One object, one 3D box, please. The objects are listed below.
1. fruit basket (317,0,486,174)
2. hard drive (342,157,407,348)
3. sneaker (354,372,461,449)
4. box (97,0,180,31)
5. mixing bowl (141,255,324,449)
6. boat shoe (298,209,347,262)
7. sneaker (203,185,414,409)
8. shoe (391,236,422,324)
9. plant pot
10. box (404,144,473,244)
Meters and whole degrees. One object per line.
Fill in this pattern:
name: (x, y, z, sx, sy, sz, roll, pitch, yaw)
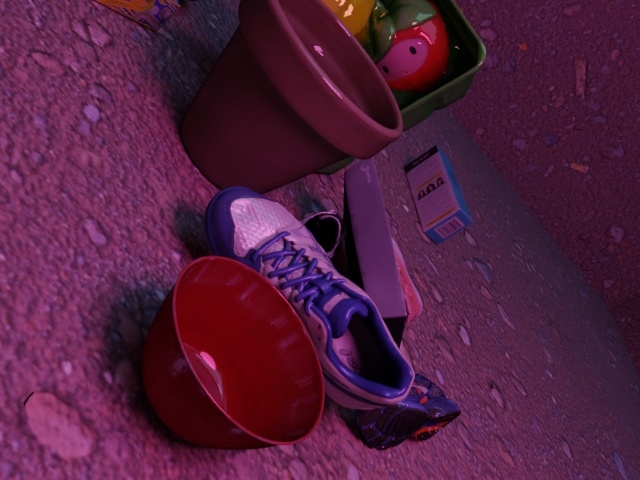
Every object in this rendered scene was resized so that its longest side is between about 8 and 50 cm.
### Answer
fruit basket: (0.040, -0.308, 1.047, 0.392, 0.392, 0.282, 8, 51, -58)
hard drive: (0.072, 0.028, 0.941, 0.172, 0.054, 0.254, 89, -6, -59)
sneaker: (0.101, 0.214, 0.858, 0.087, 0.083, 0.221, 53, 15, 30)
box: (-0.279, -0.356, 0.907, 0.169, 0.059, 0.054, 13, 46, -56)
mixing bowl: (-0.091, 0.115, 0.592, 0.181, 0.098, 0.181, 40, 29, -28)
boat shoe: (-0.001, -0.001, 0.923, 0.079, 0.081, 0.227, 55, 24, 0)
sneaker: (-0.003, 0.053, 0.703, 0.112, 0.131, 0.296, -43, 97, -22)
shoe: (0.105, 0.054, 1.064, 0.177, 0.064, 0.081, 61, 20, 5)
plant pot: (-0.058, -0.179, 0.870, 0.263, 0.229, 0.263, 41, 28, -28)
box: (0.272, -0.111, 1.536, 0.060, 0.101, 0.244, 39, 29, -34)
